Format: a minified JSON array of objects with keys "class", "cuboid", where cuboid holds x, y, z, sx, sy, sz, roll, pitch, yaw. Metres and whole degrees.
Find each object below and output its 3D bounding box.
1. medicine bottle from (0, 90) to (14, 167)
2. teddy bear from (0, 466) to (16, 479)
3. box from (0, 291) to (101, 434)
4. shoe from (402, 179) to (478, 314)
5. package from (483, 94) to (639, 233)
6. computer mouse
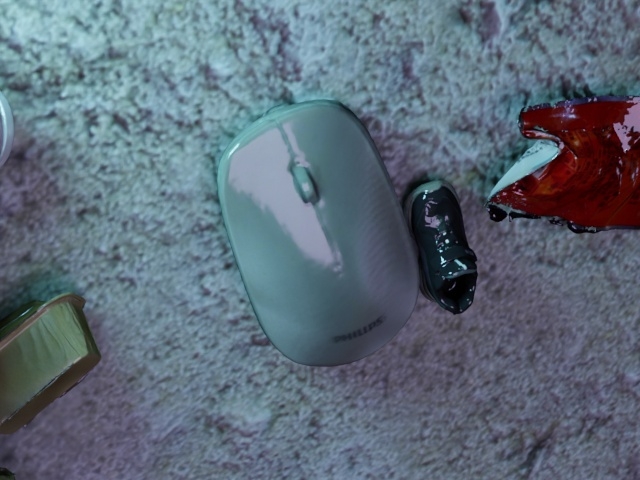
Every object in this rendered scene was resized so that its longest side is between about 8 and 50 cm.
[{"class":"medicine bottle","cuboid":[-0.392,-0.103,1.446,0.215,0.135,0.135,-5,123,-52]},{"class":"teddy bear","cuboid":[-0.384,0.359,1.666,0.267,0.256,0.156,-48,128,8]},{"class":"box","cuboid":[-0.314,0.126,1.657,0.177,0.111,0.111,-39,124,1]},{"class":"shoe","cuboid":[0.146,0.017,1.781,0.071,0.099,0.169,-17,122,-9]},{"class":"package","cuboid":[0.315,-0.089,1.813,0.269,0.071,0.194,3,130,-28]},{"class":"computer mouse","cuboid":[0.002,0.002,1.723,0.197,0.095,0.331,-29,124,-10]}]
